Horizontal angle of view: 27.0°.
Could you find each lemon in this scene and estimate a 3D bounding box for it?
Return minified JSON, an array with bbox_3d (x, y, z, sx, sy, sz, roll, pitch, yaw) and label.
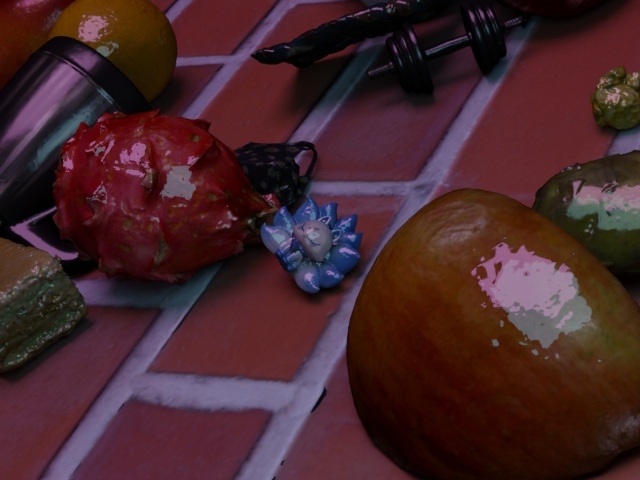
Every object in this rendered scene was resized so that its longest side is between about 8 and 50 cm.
[{"bbox_3d":[-0.303,-0.270,1.921,0.186,0.187,0.244,-8,25,19],"label":"lemon"}]

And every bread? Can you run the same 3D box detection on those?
[{"bbox_3d":[-0.378,0.069,1.552,0.196,0.102,0.138,13,43,45],"label":"bread"}]

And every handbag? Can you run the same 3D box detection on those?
[{"bbox_3d":[-0.054,-0.090,1.642,0.115,0.072,0.139,4,27,36],"label":"handbag"}]

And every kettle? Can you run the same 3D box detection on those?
[{"bbox_3d":[-0.352,-0.088,1.720,0.271,0.251,0.207,-48,10,-23],"label":"kettle"}]

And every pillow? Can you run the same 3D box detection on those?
[{"bbox_3d":[0.048,-0.283,1.781,0.255,0.034,0.189,-17,1,18],"label":"pillow"}]

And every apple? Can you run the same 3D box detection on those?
[{"bbox_3d":[0.154,0.089,1.203,0.179,0.254,0.346,9,14,-39],"label":"apple"}]

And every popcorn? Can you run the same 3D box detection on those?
[{"bbox_3d":[0.346,-0.161,1.515,0.083,0.059,0.068,-32,73,-1],"label":"popcorn"}]

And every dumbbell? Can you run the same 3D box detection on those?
[{"bbox_3d":[0.160,-0.247,1.706,0.208,0.099,0.099,-20,33,2],"label":"dumbbell"}]

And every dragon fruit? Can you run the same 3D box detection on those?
[{"bbox_3d":[-0.175,-0.046,1.524,0.268,0.205,0.210,13,-7,-3],"label":"dragon fruit"}]

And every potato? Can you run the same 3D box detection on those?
[{"bbox_3d":[0.324,-0.029,1.293,0.251,0.113,0.149,-9,26,4],"label":"potato"}]

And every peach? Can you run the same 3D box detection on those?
[{"bbox_3d":[-0.436,-0.311,2.113,0.190,0.226,0.196,32,16,15],"label":"peach"}]

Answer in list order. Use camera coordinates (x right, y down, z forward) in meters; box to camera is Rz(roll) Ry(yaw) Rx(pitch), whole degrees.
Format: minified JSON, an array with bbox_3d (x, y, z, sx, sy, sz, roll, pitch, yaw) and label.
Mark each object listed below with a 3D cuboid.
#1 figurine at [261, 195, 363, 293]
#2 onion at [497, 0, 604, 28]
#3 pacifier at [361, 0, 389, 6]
[{"bbox_3d":[0.000,0.000,1.457,0.114,0.079,0.114,-4,59,6],"label":"figurine"},{"bbox_3d":[0.302,-0.438,1.748,0.273,0.285,0.273,10,48,-11],"label":"onion"},{"bbox_3d":[0.111,-0.447,1.926,0.220,0.273,0.332,-33,31,13],"label":"pacifier"}]
